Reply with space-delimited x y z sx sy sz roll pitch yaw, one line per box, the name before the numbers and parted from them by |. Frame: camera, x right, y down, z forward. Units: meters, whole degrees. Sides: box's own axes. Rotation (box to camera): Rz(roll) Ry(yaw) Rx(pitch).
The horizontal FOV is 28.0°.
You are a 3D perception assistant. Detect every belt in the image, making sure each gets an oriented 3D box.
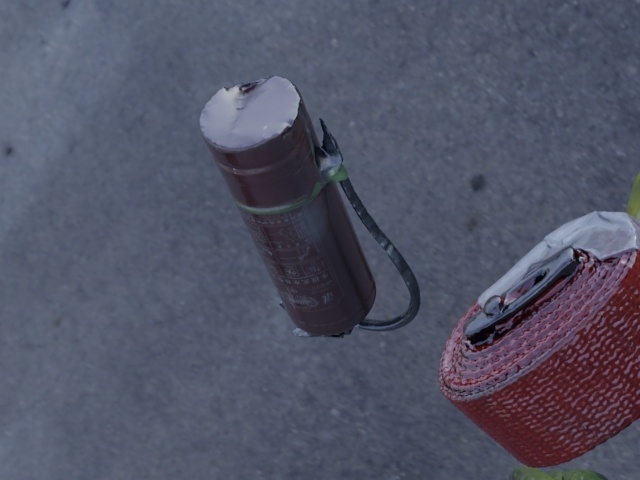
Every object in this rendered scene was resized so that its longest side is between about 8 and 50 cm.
belt | 0.183 0.069 0.965 0.201 0.124 0.128 -42 25 17

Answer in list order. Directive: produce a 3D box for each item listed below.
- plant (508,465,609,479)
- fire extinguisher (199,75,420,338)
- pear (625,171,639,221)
plant | 0.280 0.272 1.286 0.333 0.180 0.251 98 150 -44
fire extinguisher | 0.000 0.000 0.554 0.078 0.157 0.045 10 54 27
pear | 0.302 -0.007 1.046 0.107 0.107 0.131 -21 89 31
